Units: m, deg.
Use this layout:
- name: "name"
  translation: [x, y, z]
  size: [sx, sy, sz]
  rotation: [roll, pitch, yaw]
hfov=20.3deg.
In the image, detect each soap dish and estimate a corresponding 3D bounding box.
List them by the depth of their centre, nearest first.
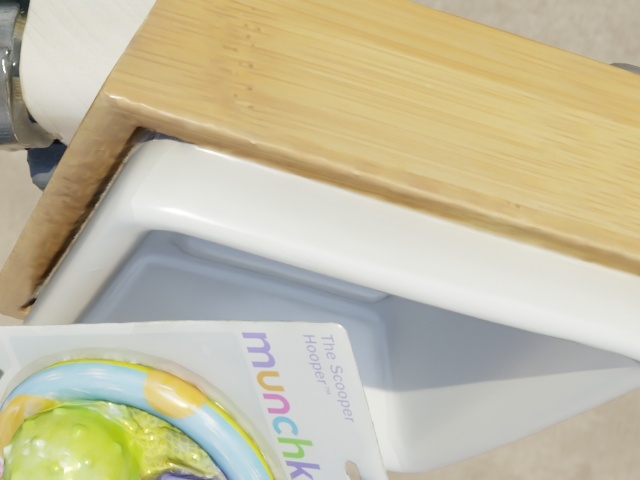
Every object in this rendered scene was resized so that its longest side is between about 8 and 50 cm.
- name: "soap dish"
  translation: [0.000, 0.000, 0.712]
  size: [0.229, 0.118, 0.291]
  rotation: [16, 161, -13]

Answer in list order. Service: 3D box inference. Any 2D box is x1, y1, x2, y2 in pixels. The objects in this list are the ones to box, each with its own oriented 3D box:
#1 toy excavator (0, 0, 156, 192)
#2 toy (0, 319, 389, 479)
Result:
- name: "toy excavator"
  translation: [-0.107, -0.267, 1.164]
  size: [0.222, 0.445, 0.433]
  rotation: [3, 166, 15]
- name: "toy"
  translation: [-0.089, 0.098, 0.630]
  size: [0.237, 0.056, 0.137]
  rotation: [0, 124, 29]
